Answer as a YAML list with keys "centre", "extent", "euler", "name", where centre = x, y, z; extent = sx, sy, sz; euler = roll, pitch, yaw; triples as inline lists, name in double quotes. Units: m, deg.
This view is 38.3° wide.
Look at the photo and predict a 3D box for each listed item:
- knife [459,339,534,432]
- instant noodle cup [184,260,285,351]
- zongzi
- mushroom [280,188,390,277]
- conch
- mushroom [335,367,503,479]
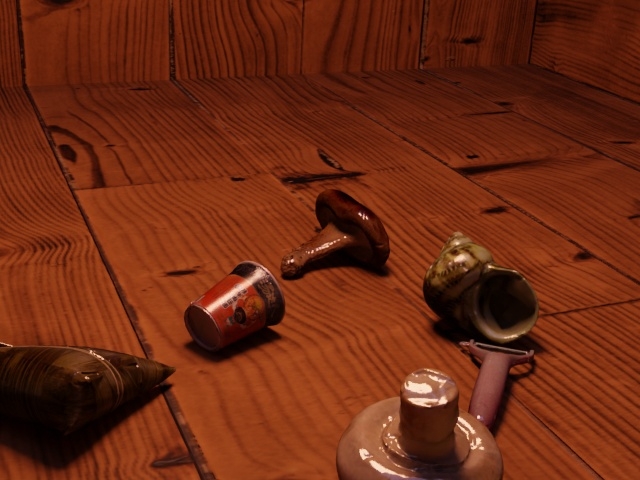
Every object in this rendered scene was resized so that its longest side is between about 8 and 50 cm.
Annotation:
- centre: [0.254, 0.214, 1.419]
  extent: [0.123, 0.053, 0.278]
  euler: [4, 21, 18]
  name: "knife"
- centre: [-0.147, 0.115, 1.527]
  extent: [0.127, 0.127, 0.136]
  euler: [21, 37, 36]
  name: "instant noodle cup"
- centre: [-0.376, 0.197, 1.344]
  extent: [0.248, 0.111, 0.241]
  euler: [7, 5, 24]
  name: "zongzi"
- centre: [0.000, 0.000, 1.827]
  extent: [0.218, 0.148, 0.227]
  euler: [-26, 28, -21]
  name: "mushroom"
- centre: [0.271, 0.078, 1.582]
  extent: [0.187, 0.181, 0.124]
  euler: [-15, 17, 17]
  name: "conch"
- centre: [0.113, 0.254, 1.134]
  extent: [0.206, 0.209, 0.206]
  euler: [-22, 16, 7]
  name: "mushroom"
